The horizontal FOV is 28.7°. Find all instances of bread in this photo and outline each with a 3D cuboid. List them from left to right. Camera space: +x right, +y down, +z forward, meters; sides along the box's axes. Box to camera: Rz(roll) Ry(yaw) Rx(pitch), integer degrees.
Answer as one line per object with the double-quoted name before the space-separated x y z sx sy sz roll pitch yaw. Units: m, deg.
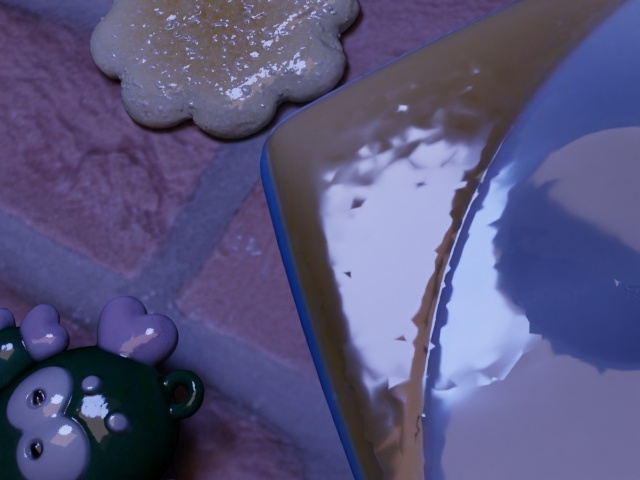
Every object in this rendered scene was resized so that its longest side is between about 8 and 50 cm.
"bread" -0.095 -0.180 1.122 0.250 0.039 0.182 12 69 19

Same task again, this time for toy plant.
"toy plant" -0.195 0.157 0.953 0.243 0.112 0.233 -5 70 20

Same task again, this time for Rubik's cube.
"Rubik's cube" 0.190 0.071 0.752 0.347 0.351 0.352 -22 60 4
